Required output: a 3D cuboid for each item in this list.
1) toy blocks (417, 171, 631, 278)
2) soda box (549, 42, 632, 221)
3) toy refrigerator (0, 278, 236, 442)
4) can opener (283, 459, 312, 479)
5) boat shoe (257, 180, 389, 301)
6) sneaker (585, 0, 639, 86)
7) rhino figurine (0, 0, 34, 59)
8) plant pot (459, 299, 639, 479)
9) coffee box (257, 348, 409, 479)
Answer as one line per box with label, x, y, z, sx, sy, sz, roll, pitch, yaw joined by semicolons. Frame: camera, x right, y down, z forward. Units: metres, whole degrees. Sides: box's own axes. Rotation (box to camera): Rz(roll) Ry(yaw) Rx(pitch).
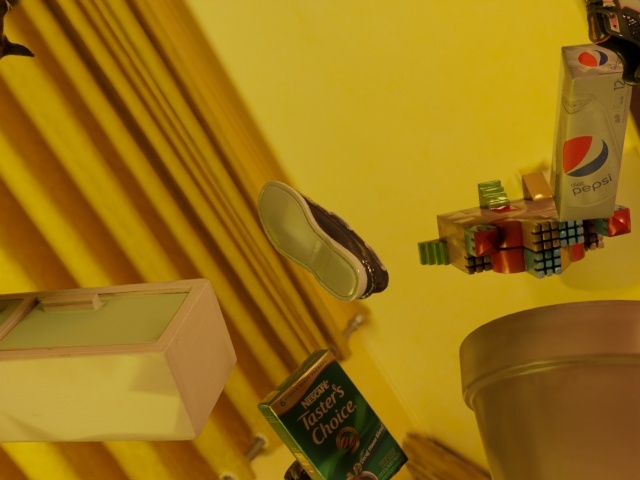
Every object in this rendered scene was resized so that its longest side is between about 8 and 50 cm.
toy blocks;0.408;-0.009;1.634;0.382;0.190;0.261;-11;-167;-10
soda box;0.425;-0.166;1.348;0.091;0.286;0.098;-5;-136;5
toy refrigerator;-0.218;0.098;0.699;0.270;0.094;0.102;-5;-152;19
can opener;0.016;0.342;1.427;0.073;0.059;0.186;18;-133;44
boat shoe;0.000;0.000;1.504;0.091;0.302;0.114;-4;134;-45
sneaker;0.273;-0.219;0.778;0.077;0.178;0.072;-39;-174;-8
rhino figurine;-0.281;-0.127;0.593;0.073;0.106;0.243;6;-140;22
plant pot;0.320;0.251;0.936;0.323;0.323;0.280;-17;-122;35
coffee box;0.017;0.241;1.061;0.113;0.184;0.040;-39;-171;-28
